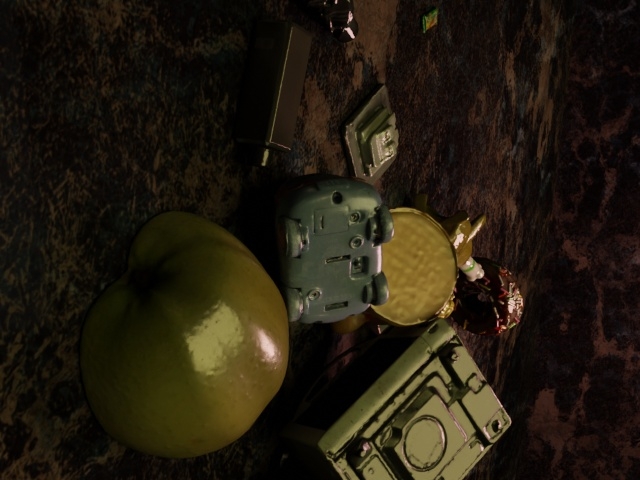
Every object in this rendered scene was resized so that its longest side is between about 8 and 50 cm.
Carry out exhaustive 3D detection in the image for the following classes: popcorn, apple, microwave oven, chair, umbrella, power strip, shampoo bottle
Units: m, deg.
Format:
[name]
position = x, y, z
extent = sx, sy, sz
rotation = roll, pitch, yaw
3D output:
[popcorn]
position = 0.336, 0.179, 2.011
extent = 0.116, 0.120, 0.106
rotation = -4, 145, -34
[apple]
position = -0.210, 0.155, 1.100
extent = 0.360, 0.312, 0.320
rotation = 64, 2, -48
[microwave oven]
position = 0.166, 0.398, 1.478
extent = 0.394, 0.247, 0.333
rotation = -40, 104, -24
[chair]
position = -0.006, 0.508, 1.580
extent = 0.229, 0.113, 0.106
rotation = 30, 70, -19
[umbrella]
position = -0.005, -0.446, 1.198
extent = 0.154, 0.128, 0.336
rotation = -67, 151, -22
[power strip]
position = 0.135, -0.226, 1.561
extent = 0.213, 0.065, 0.198
rotation = -51, 138, -36
[shampoo bottle]
position = -0.083, -0.247, 1.174
extent = 0.079, 0.080, 0.246
rotation = 9, 93, -59

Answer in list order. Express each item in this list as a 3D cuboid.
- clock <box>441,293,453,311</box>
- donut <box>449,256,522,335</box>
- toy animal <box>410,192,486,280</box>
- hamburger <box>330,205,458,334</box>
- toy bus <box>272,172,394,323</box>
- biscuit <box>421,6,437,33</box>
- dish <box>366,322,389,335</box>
[clock]
position = 0.258, 0.231, 1.823
extent = 0.280, 0.055, 0.280
rotation = -51, 166, -18
[donut]
position = 0.491, 0.178, 2.113
extent = 0.103, 0.270, 0.269
rotation = -25, 122, -41
[toy animal]
position = 0.349, -0.004, 1.888
extent = 0.363, 0.181, 0.180
rotation = 20, 87, -62
[hamburger]
position = 0.138, 0.080, 1.512
extent = 0.261, 0.186, 0.302
rotation = 41, 64, -14
[toy bus]
position = 0.000, 0.000, 1.275
extent = 0.197, 0.232, 0.294
rotation = -10, 121, -15
[biscuit]
position = 0.276, -0.556, 1.725
extent = 0.089, 0.016, 0.046
rotation = -43, 135, -44
[dish]
position = 0.171, 0.138, 1.735
extent = 0.212, 0.077, 0.151
rotation = -23, 122, -55
